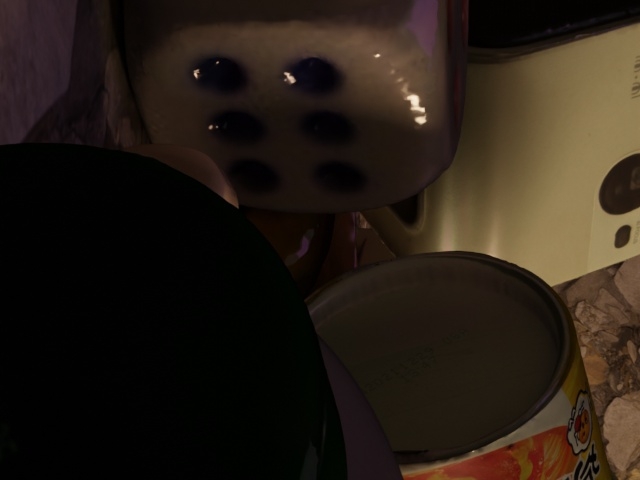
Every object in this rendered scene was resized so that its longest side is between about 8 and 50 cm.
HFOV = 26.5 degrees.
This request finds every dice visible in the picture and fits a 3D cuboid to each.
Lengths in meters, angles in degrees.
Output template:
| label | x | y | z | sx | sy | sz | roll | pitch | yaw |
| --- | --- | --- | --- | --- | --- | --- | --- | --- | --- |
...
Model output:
| label | x | y | z | sx | sy | sz | roll | pitch | yaw |
| --- | --- | --- | --- | --- | --- | --- | --- | --- | --- |
| dice | -0.007 | -0.141 | 0.851 | 0.193 | 0.194 | 0.192 | 79 | 16 | -56 |

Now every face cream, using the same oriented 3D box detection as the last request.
| label | x | y | z | sx | sy | sz | roll | pitch | yaw |
| --- | --- | --- | --- | --- | --- | --- | --- | --- | --- |
| face cream | -0.073 | 0.156 | 0.493 | 0.357 | 0.219 | 0.312 | 73 | 22 | -51 |

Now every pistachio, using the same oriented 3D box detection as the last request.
| label | x | y | z | sx | sy | sz | roll | pitch | yaw |
| --- | --- | --- | --- | --- | --- | --- | --- | --- | --- |
| pistachio | -0.040 | 0.003 | 0.949 | 0.189 | 0.100 | 0.110 | -74 | 163 | -54 |

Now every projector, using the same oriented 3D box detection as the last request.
| label | x | y | z | sx | sy | sz | roll | pitch | yaw |
| --- | --- | --- | --- | --- | --- | --- | --- | --- | --- |
| projector | 0.161 | -0.130 | 1.155 | 0.248 | 0.248 | 0.249 | -127 | -154 | -47 |

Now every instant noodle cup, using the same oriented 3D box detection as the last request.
| label | x | y | z | sx | sy | sz | roll | pitch | yaw |
| --- | --- | --- | --- | --- | --- | --- | --- | --- | --- |
| instant noodle cup | 0.083 | 0.143 | 0.938 | 0.264 | 0.264 | 0.200 | -74 | 157 | -51 |

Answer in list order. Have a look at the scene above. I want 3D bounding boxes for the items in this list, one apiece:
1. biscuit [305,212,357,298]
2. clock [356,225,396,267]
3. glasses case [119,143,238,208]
| label | x | y | z | sx | sy | sz | roll | pitch | yaw |
| --- | --- | --- | --- | --- | --- | --- | --- | --- | --- |
| biscuit | 0.000 | 0.000 | 1.167 | 0.312 | 0.057 | 0.351 | -97 | -176 | -59 |
| clock | 0.053 | 0.172 | 1.468 | 0.284 | 0.114 | 0.309 | -75 | 166 | -54 |
| glasses case | -0.093 | 0.044 | 0.730 | 0.050 | 0.083 | 0.196 | 62 | 30 | -70 |
